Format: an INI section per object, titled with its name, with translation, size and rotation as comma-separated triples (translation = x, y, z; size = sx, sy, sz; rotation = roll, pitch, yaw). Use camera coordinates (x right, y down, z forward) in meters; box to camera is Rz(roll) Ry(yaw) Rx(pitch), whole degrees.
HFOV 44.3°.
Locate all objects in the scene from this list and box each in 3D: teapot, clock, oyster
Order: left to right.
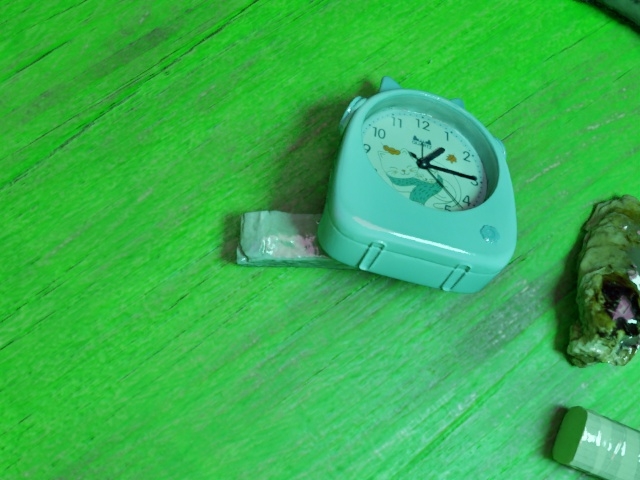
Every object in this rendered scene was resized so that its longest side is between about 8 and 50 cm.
[clock]
translation = 0.118, -0.079, 0.948
size = 0.223, 0.094, 0.274
rotation = 16, 52, -11
[oyster]
translation = 0.388, 0.055, 0.987
size = 0.161, 0.107, 0.233
rotation = 33, 75, 9
[teapot]
translation = 0.386, 0.286, 0.950
size = 0.200, 0.077, 0.107
rotation = 22, 81, -2

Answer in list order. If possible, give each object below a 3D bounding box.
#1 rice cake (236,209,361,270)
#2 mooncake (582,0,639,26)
[rice cake]
translation = -0.001, 0.000, 0.965
size = 0.206, 0.063, 0.069
rotation = 0, 73, -8
[mooncake]
translation = 0.472, -0.410, 1.065
size = 0.254, 0.136, 0.250
rotation = 25, 79, -6
